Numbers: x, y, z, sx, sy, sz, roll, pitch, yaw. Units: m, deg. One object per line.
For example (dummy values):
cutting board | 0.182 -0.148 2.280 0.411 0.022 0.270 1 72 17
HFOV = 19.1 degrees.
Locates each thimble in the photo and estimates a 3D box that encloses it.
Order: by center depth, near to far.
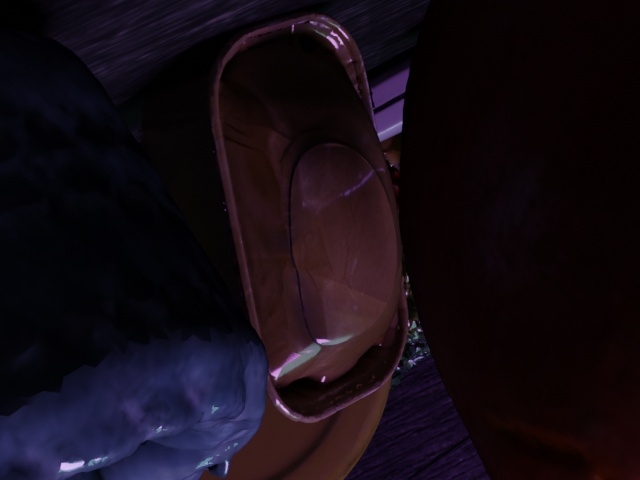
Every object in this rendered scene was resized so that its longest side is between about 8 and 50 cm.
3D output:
thimble | -0.129 0.042 0.571 0.198 0.143 0.235 -37 166 17

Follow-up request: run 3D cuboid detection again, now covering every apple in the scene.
apple | 0.217 -0.034 0.600 0.364 0.364 0.364 -27 178 -1

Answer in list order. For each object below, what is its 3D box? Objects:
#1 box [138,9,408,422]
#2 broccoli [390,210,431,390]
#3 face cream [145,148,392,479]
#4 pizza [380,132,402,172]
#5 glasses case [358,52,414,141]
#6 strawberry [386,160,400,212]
box | -0.014 -0.011 0.851 0.111 0.177 0.111 -10 -168 2
broccoli | -0.003 0.019 1.350 0.220 0.194 0.194 1 -165 34
face cream | -0.078 0.064 1.085 0.218 0.218 0.179 -26 177 -11
pizza | 0.143 -0.093 1.256 0.204 0.188 0.080 -43 138 -1
glasses case | 0.057 -0.096 1.230 0.164 0.041 0.063 -27 -178 18
strawberry | 0.000 0.000 1.537 0.205 0.205 0.244 -27 155 19
